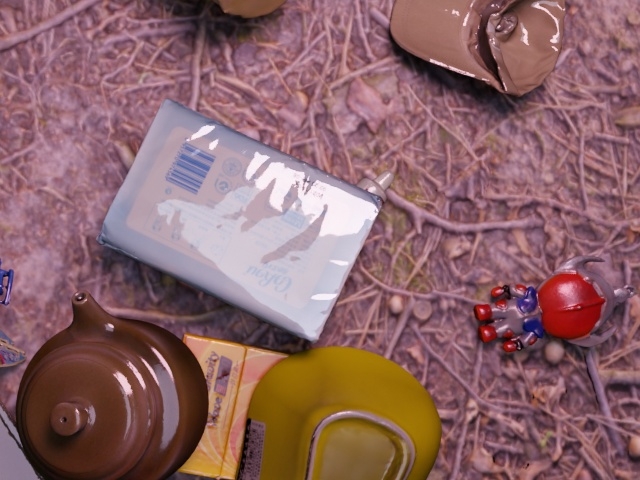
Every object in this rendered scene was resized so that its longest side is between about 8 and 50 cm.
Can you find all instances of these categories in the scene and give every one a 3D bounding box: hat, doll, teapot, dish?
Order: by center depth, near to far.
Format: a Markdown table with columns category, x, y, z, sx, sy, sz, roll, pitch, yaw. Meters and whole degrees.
| category | x | y | z | sx | sy | sz | roll | pitch | yaw |
| --- | --- | --- | --- | --- | --- | --- | --- | --- | --- |
| teapot | -0.220 | 0.183 | 0.942 | 0.186 | 0.175 | 0.267 | -7 | 85 | 11 |
| dish | 0.021 | 0.248 | 0.996 | 0.221 | 0.108 | 0.262 | 21 | 86 | -9 |
| doll | 0.282 | 0.081 | 1.117 | 0.195 | 0.062 | 0.104 | -13 | 73 | -2 |
| hat | 0.187 | -0.256 | 1.120 | 0.173 | 0.144 | 0.166 | 17 | 85 | 35 |

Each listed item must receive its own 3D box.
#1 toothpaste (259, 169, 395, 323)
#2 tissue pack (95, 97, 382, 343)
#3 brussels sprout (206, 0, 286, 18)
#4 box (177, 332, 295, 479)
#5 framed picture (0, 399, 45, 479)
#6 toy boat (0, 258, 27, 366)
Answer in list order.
| category | x | y | z | sx | sy | sz | roll | pitch | yaw |
| --- | --- | --- | --- | --- | --- | --- | --- | --- | --- |
| toothpaste | 0.000 | 0.000 | 1.081 | 0.233 | 0.038 | 0.060 | -43 | 84 | -7 |
| tissue pack | -0.085 | -0.020 | 1.025 | 0.263 | 0.089 | 0.177 | 25 | 84 | 2 |
| brussels sprout | -0.099 | -0.366 | 0.999 | 0.244 | 0.244 | 0.244 | 0 | 88 | -10 |
| box | -0.038 | 0.203 | 1.061 | 0.269 | 0.043 | 0.152 | 13 | 86 | -9 |
| framed picture | -0.455 | 0.259 | 0.999 | 0.281 | 0.019 | 0.208 | -31 | 93 | -10 |
| toy boat | -0.352 | 0.106 | 0.991 | 0.110 | 0.091 | 0.174 | 29 | 61 | -47 |
